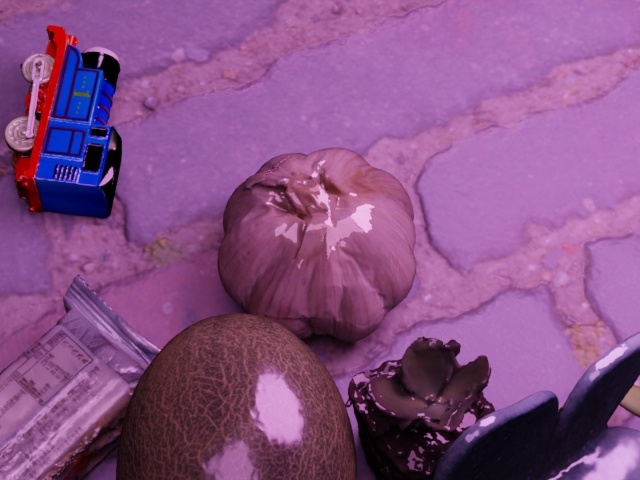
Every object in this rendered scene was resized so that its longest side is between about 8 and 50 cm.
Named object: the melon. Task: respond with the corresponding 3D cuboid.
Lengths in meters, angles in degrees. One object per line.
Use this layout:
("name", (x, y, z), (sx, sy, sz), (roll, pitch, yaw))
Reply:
("melon", (-0.080, 0.219, 1.940), (0.237, 0.237, 0.302), (0, 57, 0))

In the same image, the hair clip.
("hair clip", (0.231, 0.284, 1.882), (0.318, 0.392, 0.238), (-31, 75, -34))

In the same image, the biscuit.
("biscuit", (-0.290, 0.199, 2.041), (0.186, 0.079, 0.309), (38, 68, 17))

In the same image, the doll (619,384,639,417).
("doll", (0.426, 0.162, 1.998), (0.236, 0.213, 0.213), (-26, 64, -6))

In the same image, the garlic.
("garlic", (-0.003, -0.003, 2.113), (0.227, 0.152, 0.228), (3, 62, -5))

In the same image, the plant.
("plant", (0.100, 0.174, 1.985), (0.142, 0.203, 0.131), (-17, 68, -19))

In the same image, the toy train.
("toy train", (-0.278, -0.130, 2.222), (0.131, 0.083, 0.204), (7, 63, 4))
